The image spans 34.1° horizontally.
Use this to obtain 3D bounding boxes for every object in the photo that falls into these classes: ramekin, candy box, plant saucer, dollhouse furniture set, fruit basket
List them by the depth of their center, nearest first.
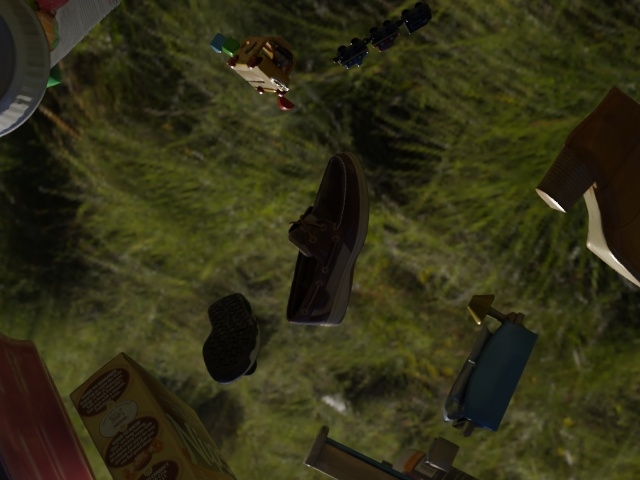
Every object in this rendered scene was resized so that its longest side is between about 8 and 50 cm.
[{"bbox_3d":[-0.146,0.288,1.165,0.087,0.316,0.183,-38,141,-2],"label":"candy box"},{"bbox_3d":[-0.350,0.257,1.318,0.084,0.332,0.332,-23,179,-15],"label":"plant saucer"},{"bbox_3d":[0.132,0.214,1.441,0.198,0.303,0.286,27,169,3],"label":"dollhouse furniture set"},{"bbox_3d":[-0.574,-0.291,1.655,0.272,0.273,0.127,-15,-172,-2],"label":"ramekin"},{"bbox_3d":[-0.525,-0.446,2.028,0.353,0.327,0.165,-35,142,16],"label":"fruit basket"}]

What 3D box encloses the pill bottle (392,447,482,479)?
[{"bbox_3d":[0.234,0.464,1.691,0.278,0.162,0.162,23,-167,22],"label":"pill bottle"}]

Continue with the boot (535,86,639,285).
[{"bbox_3d":[0.482,-0.073,1.590,0.211,0.295,0.104,-48,-157,0],"label":"boot"}]

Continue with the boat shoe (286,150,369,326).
[{"bbox_3d":[0.000,0.000,1.955,0.123,0.342,0.123,2,-161,-29],"label":"boat shoe"}]

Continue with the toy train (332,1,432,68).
[{"bbox_3d":[0.091,-0.293,1.507,0.158,0.036,0.027,-29,-148,2],"label":"toy train"}]

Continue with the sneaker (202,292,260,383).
[{"bbox_3d":[-0.111,0.156,1.500,0.084,0.097,0.235,-22,-159,6],"label":"sneaker"}]

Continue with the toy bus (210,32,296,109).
[{"bbox_3d":[-0.104,-0.366,2.127,0.104,0.202,0.191,-55,164,-8],"label":"toy bus"}]
